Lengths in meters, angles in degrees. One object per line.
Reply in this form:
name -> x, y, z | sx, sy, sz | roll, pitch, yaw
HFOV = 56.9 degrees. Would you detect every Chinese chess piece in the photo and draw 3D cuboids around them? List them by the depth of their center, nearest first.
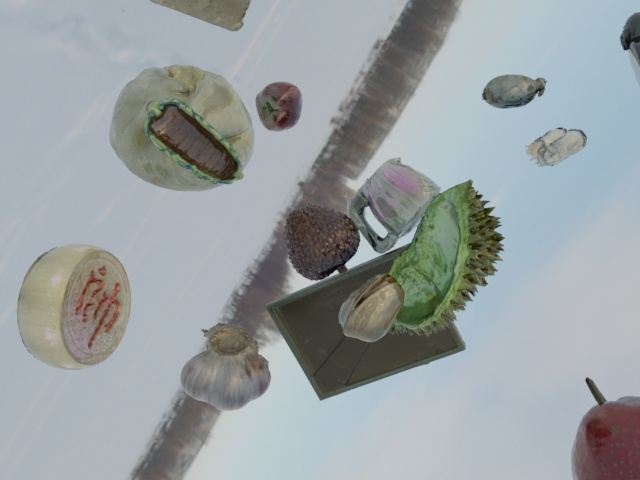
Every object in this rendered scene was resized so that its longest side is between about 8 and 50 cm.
Chinese chess piece -> -0.520, 0.141, 1.267 | 0.270, 0.112, 0.269 | 1, 90, -76

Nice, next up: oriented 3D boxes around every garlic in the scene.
garlic -> -0.244, 0.293, 1.437 | 0.257, 0.207, 0.207 | 12, -110, 54

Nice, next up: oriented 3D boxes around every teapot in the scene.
teapot -> 0.184, -0.101, 1.510 | 0.163, 0.178, 0.221 | -39, 167, -43

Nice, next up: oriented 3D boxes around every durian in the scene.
durian -> 0.236, 0.067, 1.226 | 0.163, 0.198, 0.394 | -35, 161, -52

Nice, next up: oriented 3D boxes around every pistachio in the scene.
pistachio -> 0.102, 0.132, 1.176 | 0.149, 0.113, 0.113 | -57, -176, 1

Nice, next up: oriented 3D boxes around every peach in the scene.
peach -> -0.114, -0.414, 1.800 | 0.152, 0.152, 0.152 | -60, -176, 7

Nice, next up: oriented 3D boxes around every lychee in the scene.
lychee -> 0.002, 0.005, 1.421 | 0.194, 0.195, 0.194 | -60, -176, 7

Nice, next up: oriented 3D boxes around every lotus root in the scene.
lotus root -> 0.499, -0.385, 1.524 | 0.088, 0.165, 0.088 | -3, 90, -81

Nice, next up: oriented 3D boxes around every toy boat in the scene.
toy boat -> -0.238, -0.180, 1.179 | 0.108, 0.293, 0.099 | -49, 155, -6

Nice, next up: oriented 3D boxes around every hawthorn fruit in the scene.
hawthorn fruit -> 0.655, 0.460, 1.248 | 0.284, 0.285, 0.368 | -56, -135, 45

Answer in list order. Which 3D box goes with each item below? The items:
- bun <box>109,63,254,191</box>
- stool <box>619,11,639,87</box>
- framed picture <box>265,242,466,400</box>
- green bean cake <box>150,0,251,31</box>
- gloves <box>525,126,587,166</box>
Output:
bun -> -0.336, -0.296, 1.460 | 0.219, 0.365, 0.365 | 108, 6, -51
stool -> 0.773, -0.421, 1.325 | 0.139, 0.227, 0.153 | -23, -178, 23
framed picture -> 0.116, 0.229, 1.577 | 0.447, 0.325, 0.028 | -24, -167, 19
green bean cake -> -0.216, -0.445, 1.036 | 0.085, 0.179, 0.109 | -60, -147, 30
gloves -> 0.665, -0.266, 1.661 | 0.153, 0.070, 0.114 | -30, -148, 2
